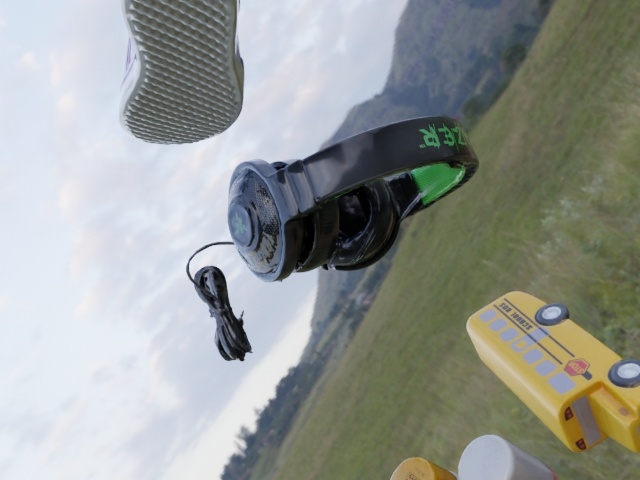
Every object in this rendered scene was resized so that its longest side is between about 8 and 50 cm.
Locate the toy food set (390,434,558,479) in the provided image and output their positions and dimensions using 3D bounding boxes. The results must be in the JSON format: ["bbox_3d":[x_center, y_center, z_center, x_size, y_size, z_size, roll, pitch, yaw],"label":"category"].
[{"bbox_3d":[0.137,0.203,0.405,0.111,0.105,0.232,-52,31,7],"label":"toy food set"}]

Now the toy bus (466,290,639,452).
[{"bbox_3d":[0.353,0.192,1.078,0.130,0.108,0.332,-30,26,-5],"label":"toy bus"}]

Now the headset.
[{"bbox_3d":[0.000,0.000,0.831,0.394,0.185,0.243,-27,-13,33],"label":"headset"}]

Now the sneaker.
[{"bbox_3d":[-0.112,-0.193,0.595,0.282,0.102,0.160,127,138,-65],"label":"sneaker"}]
